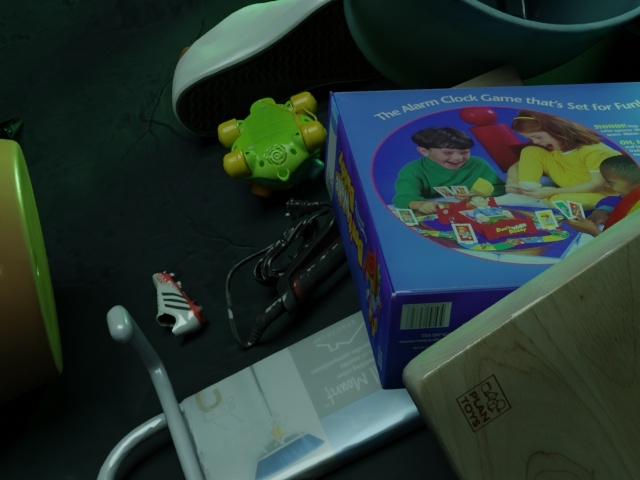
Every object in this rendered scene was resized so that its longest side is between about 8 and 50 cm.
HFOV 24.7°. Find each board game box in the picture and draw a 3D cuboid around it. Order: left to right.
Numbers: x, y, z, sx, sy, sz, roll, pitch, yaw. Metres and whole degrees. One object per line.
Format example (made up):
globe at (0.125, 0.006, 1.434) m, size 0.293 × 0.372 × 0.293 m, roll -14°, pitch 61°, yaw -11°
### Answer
board game box at (0.192, -0.015, 0.986) m, size 0.347 × 0.078 × 0.233 m, roll -3°, pitch 37°, yaw -9°

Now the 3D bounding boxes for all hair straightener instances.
hair straightener at (0.000, 0.000, 1.218) m, size 0.089 × 0.047 × 0.230 m, roll 23°, pitch 62°, yaw 44°

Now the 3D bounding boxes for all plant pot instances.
plant pot at (-0.328, 0.033, 1.189) m, size 0.204 × 0.290 × 0.291 m, roll -10°, pitch 37°, yaw -8°
plant pot at (0.136, -0.247, 1.213) m, size 0.272 × 0.271 × 0.255 m, roll -43°, pitch -2°, yaw -21°

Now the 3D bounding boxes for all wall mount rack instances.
wall mount rack at (-0.009, 0.120, 1.007) m, size 0.350 × 0.130 × 0.304 m, roll -27°, pitch 44°, yaw 0°

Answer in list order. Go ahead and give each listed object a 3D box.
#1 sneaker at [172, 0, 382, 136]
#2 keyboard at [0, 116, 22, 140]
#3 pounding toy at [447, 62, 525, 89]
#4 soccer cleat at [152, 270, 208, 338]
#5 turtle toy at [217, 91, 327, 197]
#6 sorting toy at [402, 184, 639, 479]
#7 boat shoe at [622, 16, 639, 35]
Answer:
sneaker at (-0.013, -0.208, 1.407) m, size 0.290 × 0.106 × 0.123 m, roll -20°, pitch 38°, yaw 7°
keyboard at (-0.407, -0.076, 1.545) m, size 0.192 × 0.038 × 0.100 m, roll -20°, pitch 15°, yaw 9°
pounding toy at (0.135, -0.071, 1.163) m, size 0.141 × 0.130 × 0.100 m, roll -23°, pitch 50°, yaw 3°
soccer cleat at (-0.127, 0.054, 1.230) m, size 0.036 × 0.029 × 0.083 m, roll -32°, pitch 43°, yaw -16°
turtle toy at (-0.039, -0.087, 1.313) m, size 0.095 × 0.066 × 0.130 m, roll -20°, pitch 37°, yaw 4°
sorting toy at (0.195, 0.098, 0.830) m, size 0.255 × 0.257 × 0.089 m, roll -33°, pitch 21°, yaw -9°
boat shoe at (0.297, -0.226, 1.267) m, size 0.102 × 0.108 × 0.301 m, roll -40°, pitch 36°, yaw 22°
